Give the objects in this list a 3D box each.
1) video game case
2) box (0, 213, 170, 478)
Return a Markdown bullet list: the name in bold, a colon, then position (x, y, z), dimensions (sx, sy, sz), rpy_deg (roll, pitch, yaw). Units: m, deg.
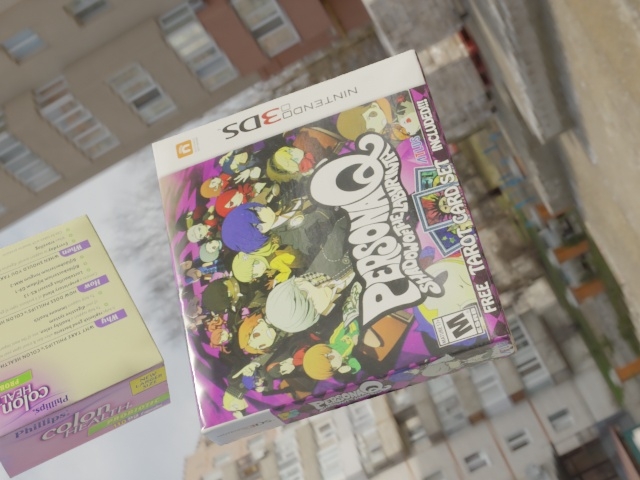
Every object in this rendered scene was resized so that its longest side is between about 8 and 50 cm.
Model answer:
- **video game case**: position (0.000, 0.000, 0.696), dimensions (0.042, 0.210, 0.232), rpy_deg (54, -160, -61)
- **box**: position (-0.332, 0.125, 1.237), dimensions (0.243, 0.213, 0.117), rpy_deg (56, 159, 28)
